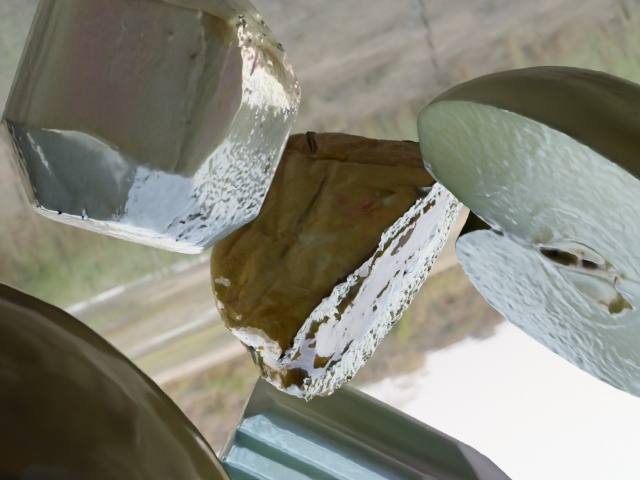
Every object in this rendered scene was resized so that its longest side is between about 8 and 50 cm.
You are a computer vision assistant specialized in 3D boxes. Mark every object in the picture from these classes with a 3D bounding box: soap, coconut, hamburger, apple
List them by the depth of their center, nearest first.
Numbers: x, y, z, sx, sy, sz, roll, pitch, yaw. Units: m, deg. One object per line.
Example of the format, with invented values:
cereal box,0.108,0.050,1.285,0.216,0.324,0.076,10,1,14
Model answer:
coconut,-0.129,-0.111,1.087,0.241,0.241,0.241,-23,174,-2
apple,0.268,0.006,1.316,0.360,0.311,0.320,26,-162,37
hamburger,-0.002,-0.002,1.492,0.330,0.209,0.162,-49,151,-22
soap,0.055,0.289,1.585,0.208,0.347,0.115,-64,180,39

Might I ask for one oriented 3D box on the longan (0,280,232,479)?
longan,-0.196,0.186,0.669,0.361,0.361,0.361,-23,174,-2
